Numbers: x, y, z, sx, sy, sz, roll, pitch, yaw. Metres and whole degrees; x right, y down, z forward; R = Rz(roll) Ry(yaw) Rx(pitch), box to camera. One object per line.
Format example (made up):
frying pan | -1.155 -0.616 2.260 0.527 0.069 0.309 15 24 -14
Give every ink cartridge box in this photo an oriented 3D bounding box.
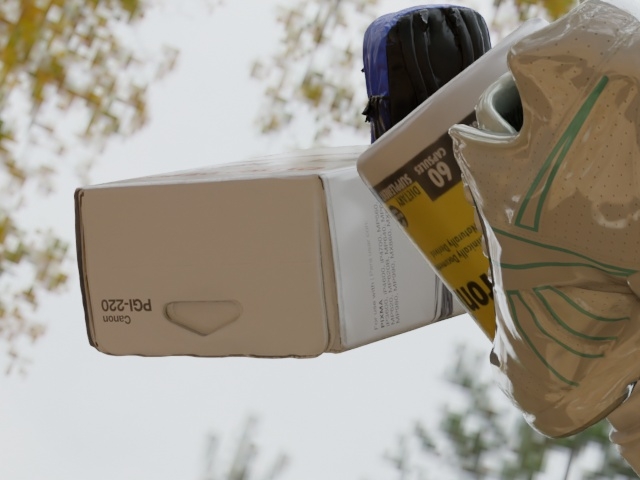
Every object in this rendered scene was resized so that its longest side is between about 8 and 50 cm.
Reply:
ink cartridge box | 0.000 0.000 1.038 0.158 0.092 0.218 -2 8 34

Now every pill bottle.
pill bottle | 0.068 0.005 0.518 0.116 0.065 0.065 51 -34 -2

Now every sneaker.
sneaker | 0.054 -0.006 0.380 0.061 0.054 0.152 42 -18 7

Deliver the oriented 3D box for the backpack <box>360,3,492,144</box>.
backpack | 0.074 -0.115 1.471 0.098 0.120 0.101 -10 9 -22
